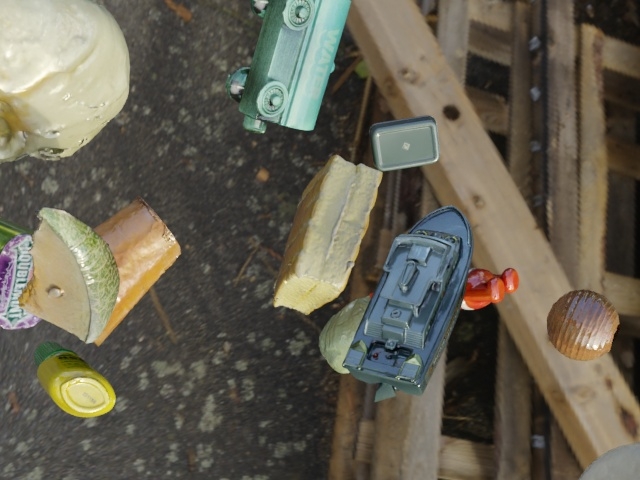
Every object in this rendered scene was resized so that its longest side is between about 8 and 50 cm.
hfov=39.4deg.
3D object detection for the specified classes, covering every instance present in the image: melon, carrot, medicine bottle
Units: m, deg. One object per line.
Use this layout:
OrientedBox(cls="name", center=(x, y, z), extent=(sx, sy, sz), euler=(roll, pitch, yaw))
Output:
OrientedBox(cls="melon", center=(-0.249, 0.033, 0.901), extent=(0.098, 0.182, 0.054), euler=(22, 52, -9))
OrientedBox(cls="carrot", center=(-0.402, 0.050, 1.710), extent=(0.254, 0.196, 0.196), euler=(-44, 94, -13))
OrientedBox(cls="medicine bottle", center=(-0.432, 0.226, 1.510), extent=(0.111, 0.309, 0.076), euler=(32, 79, -27))

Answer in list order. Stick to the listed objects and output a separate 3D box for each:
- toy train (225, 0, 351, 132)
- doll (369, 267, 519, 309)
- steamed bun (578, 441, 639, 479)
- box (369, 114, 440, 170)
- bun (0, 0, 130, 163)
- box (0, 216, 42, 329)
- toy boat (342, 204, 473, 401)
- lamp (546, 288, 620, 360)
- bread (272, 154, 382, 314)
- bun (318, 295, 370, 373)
OrientedBox(cls="toy train", center=(-0.040, -0.276, 1.343), extent=(0.159, 0.101, 0.248), euler=(6, 109, -41))
OrientedBox(cls="doll", center=(0.178, 0.075, 1.373), extent=(0.142, 0.245, 0.076), euler=(-19, 103, -51))
OrientedBox(cls="steamed bun", center=(0.406, 0.376, 1.022), extent=(0.177, 0.283, 0.283), euler=(20, 69, -18))
OrientedBox(cls="box", center=(0.155, -0.176, 1.633), extent=(0.126, 0.031, 0.091), euler=(-7, 113, 3))
OrientedBox(cls="bun", center=(-0.341, -0.161, 0.961), extent=(0.287, 0.287, 0.146), euler=(-6, 72, -23))
OrientedBox(cls="box", center=(-0.516, 0.014, 1.276), extent=(0.097, 0.345, 0.134), euler=(-1, 106, -50))
OrientedBox(cls="toy boat", center=(0.132, 0.066, 1.202), extent=(0.114, 0.122, 0.296), euler=(11, 57, 25))
OrientedBox(cls="lamp", center=(0.488, 0.157, 1.666), extent=(0.136, 0.136, 0.136), euler=(6, 73, -20))
OrientedBox(cls="bread", center=(0.000, 0.000, 1.616), extent=(0.111, 0.246, 0.239), euler=(22, 71, -8))
OrientedBox(cls="bun", center=(0.087, 0.174, 1.768), extent=(0.195, 0.195, 0.118), euler=(-27, 80, -26))
